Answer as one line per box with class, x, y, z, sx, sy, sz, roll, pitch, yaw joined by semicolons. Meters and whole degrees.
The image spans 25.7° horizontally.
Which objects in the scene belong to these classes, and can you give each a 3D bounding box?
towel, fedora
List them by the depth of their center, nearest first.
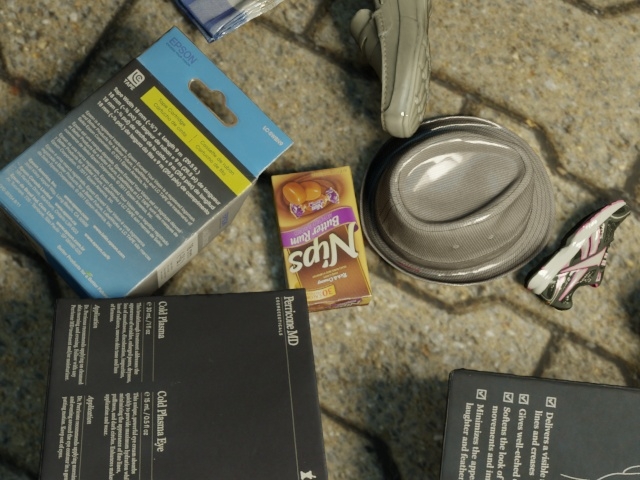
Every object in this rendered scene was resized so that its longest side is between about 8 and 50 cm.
fedora;0.189;-0.068;1.870;0.275;0.124;0.244;-10;74;-6
towel;-0.094;-0.421;1.988;0.285;0.034;0.209;-34;67;-10

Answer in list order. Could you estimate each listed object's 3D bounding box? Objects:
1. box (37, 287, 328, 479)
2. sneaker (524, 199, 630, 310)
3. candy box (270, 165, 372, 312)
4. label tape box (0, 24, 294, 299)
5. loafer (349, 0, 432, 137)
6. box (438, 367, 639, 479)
box;-0.158;0.235;1.649;0.312;0.179;0.343;-3;39;-3
sneaker;0.357;0.024;1.891;0.178;0.072;0.077;-44;92;-6
candy box;0.000;0.000;1.876;0.109;0.053;0.187;-8;75;-7
label tape box;-0.235;-0.084;1.858;0.333;0.106;0.240;-42;79;-14
loafer;0.096;-0.278;1.930;0.111;0.112;0.319;-1;57;8
box;0.344;0.318;1.637;0.395;0.212;0.294;5;84;18
